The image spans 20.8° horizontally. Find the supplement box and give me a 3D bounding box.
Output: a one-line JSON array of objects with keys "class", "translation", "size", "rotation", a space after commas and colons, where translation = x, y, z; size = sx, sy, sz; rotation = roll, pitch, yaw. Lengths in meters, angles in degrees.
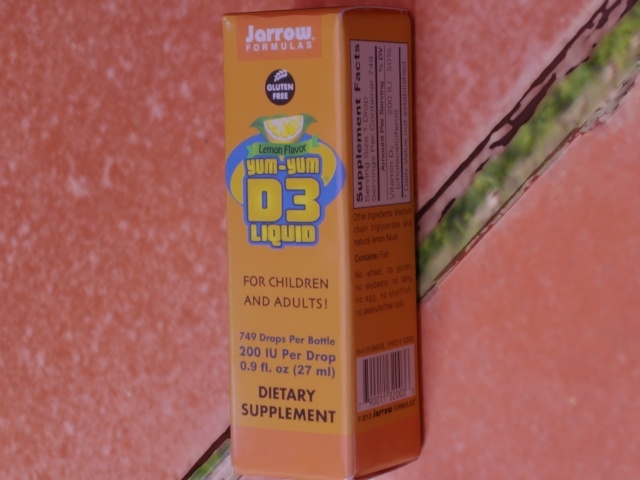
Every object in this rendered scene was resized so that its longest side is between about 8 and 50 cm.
[{"class": "supplement box", "translation": [0.000, 0.000, 0.877], "size": [0.078, 0.080, 0.233], "rotation": [0, 92, 32]}]
